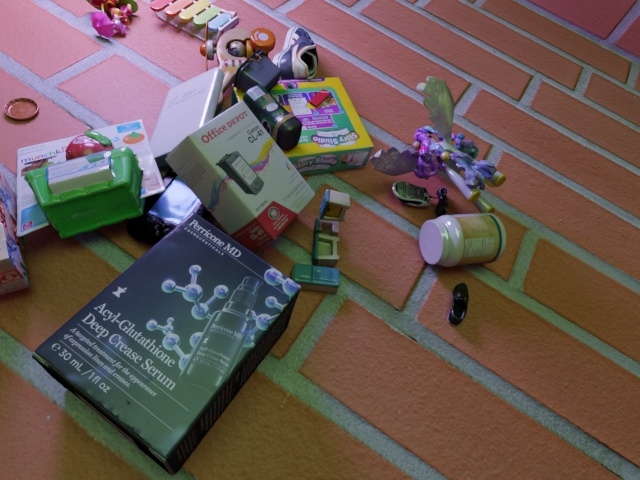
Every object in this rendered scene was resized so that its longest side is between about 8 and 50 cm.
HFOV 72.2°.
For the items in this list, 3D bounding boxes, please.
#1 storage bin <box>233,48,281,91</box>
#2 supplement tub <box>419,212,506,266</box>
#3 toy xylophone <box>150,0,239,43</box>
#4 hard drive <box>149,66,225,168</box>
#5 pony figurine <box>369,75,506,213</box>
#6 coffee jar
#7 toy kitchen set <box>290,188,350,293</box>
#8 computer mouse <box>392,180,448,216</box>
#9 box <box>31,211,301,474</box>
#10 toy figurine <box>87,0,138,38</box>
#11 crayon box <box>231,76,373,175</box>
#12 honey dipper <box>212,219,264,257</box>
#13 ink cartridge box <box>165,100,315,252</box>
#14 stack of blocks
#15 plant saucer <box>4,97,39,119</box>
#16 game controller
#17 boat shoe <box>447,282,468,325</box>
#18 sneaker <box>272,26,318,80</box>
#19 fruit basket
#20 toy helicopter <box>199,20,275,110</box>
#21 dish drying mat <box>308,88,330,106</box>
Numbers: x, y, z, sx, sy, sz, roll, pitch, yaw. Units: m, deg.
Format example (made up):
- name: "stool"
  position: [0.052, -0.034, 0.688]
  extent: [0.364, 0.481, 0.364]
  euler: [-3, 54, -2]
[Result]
- name: "storage bin"
  position: [-0.180, -0.492, 1.303]
  extent: [0.091, 0.098, 0.135]
  euler: [33, 57, -2]
- name: "supplement tub"
  position: [0.393, -0.002, 1.222]
  extent: [0.199, 0.144, 0.145]
  euler: [-4, 59, -16]
- name: "toy xylophone"
  position: [-0.441, -0.827, 1.582]
  extent: [0.322, 0.081, 0.236]
  euler: [22, 55, 0]
- name: "hard drive"
  position: [-0.384, -0.349, 1.245]
  extent: [0.202, 0.040, 0.308]
  euler: [-14, 53, 24]
- name: "pony figurine"
  position: [0.353, -0.247, 1.280]
  extent: [0.363, 0.303, 0.351]
  euler: [49, 17, 30]
- name: "coffee jar"
  position: [-0.130, -0.336, 1.210]
  extent: [0.079, 0.096, 0.184]
  euler: [-37, 73, -26]
- name: "toy kitchen set"
  position: [0.000, 0.000, 1.107]
  extent: [0.122, 0.166, 0.207]
  euler: [7, 56, -10]
- name: "computer mouse"
  position: [0.302, -0.134, 1.350]
  extent: [0.192, 0.042, 0.106]
  euler: [12, 60, -13]
- name: "box"
  position: [-0.275, 0.194, 0.886]
  extent: [0.293, 0.212, 0.395]
  euler: [33, 55, 9]
- name: "toy figurine"
  position: [-0.699, -0.748, 1.468]
  extent: [0.173, 0.130, 0.160]
  euler: [6, 67, -39]
- name: "crayon box"
  position: [-0.062, -0.353, 1.358]
  extent: [0.362, 0.106, 0.313]
  euler: [-11, 62, -20]
- name: "honey dipper"
  position: [-0.218, -0.007, 1.143]
  extent: [0.160, 0.031, 0.030]
  euler: [32, 56, 11]
- name: "ink cartridge box"
  position: [-0.187, -0.155, 1.090]
  extent: [0.306, 0.131, 0.226]
  euler: [52, 45, -15]
- name: "stack of blocks"
  position: [-0.712, -0.031, 0.944]
  extent: [0.087, 0.171, 0.297]
  euler: [-18, 65, -24]
- name: "plant saucer"
  position: [-0.833, -0.366, 1.225]
  extent: [0.083, 0.013, 0.084]
  euler: [6, 56, -9]
- name: "game controller"
  position: [-0.358, -0.110, 1.148]
  extent: [0.166, 0.067, 0.319]
  euler: [24, 55, 1]
- name: "boat shoe"
  position: [0.374, 0.165, 1.173]
  extent: [0.048, 0.042, 0.133]
  euler: [25, 54, 5]
- name: "sneaker"
  position: [-0.064, -0.629, 1.501]
  extent: [0.127, 0.126, 0.321]
  euler: [4, 48, 11]
- name: "fruit basket"
  position: [-0.578, -0.183, 1.080]
  extent: [0.326, 0.166, 0.353]
  euler: [-19, 55, -15]
- name: "toy helicopter"
  position: [-0.310, -0.562, 1.419]
  extent: [0.234, 0.140, 0.355]
  euler: [25, 65, -3]
- name: "dish drying mat"
  position: [-0.002, -0.443, 1.358]
  extent: [0.032, 0.008, 0.083]
  euler: [35, 57, 7]
